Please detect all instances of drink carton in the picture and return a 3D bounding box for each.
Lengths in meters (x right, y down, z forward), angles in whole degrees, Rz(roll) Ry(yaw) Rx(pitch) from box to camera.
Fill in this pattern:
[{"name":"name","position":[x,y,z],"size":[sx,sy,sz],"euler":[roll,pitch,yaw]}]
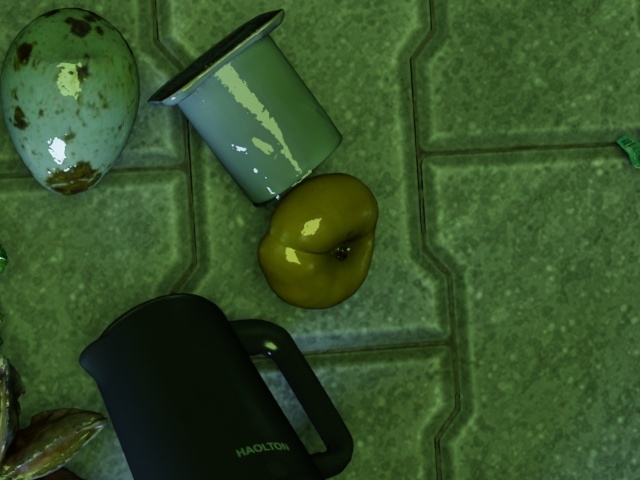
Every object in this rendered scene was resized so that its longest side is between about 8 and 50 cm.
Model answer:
[{"name":"drink carton","position":[-0.080,-0.163,1.825],"size":[0.185,0.191,0.189],"euler":[-44,105,-10]}]

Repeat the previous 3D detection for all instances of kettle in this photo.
[{"name":"kettle","position":[-0.110,0.214,1.735],"size":[0.262,0.203,0.308],"euler":[-25,54,-8]}]

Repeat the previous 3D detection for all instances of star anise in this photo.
[{"name":"star anise","position":[-0.403,0.292,1.780],"size":[0.332,0.117,0.331],"euler":[-1,101,-3]}]

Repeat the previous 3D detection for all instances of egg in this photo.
[{"name":"egg","position":[-0.304,-0.167,1.790],"size":[0.169,0.169,0.231],"euler":[1,105,-9]}]

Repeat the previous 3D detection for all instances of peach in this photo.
[{"name":"peach","position":[0.000,0.000,1.837],"size":[0.179,0.103,0.179],"euler":[-25,128,-38]}]

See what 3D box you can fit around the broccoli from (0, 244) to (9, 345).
[{"name":"broccoli","position":[-0.482,0.055,1.709],"size":[0.254,0.269,0.269],"euler":[-18,92,-20]}]

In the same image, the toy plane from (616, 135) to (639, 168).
[{"name":"toy plane","position":[0.507,-0.168,1.967],"size":[0.235,0.060,0.096],"euler":[-41,87,-11]}]
